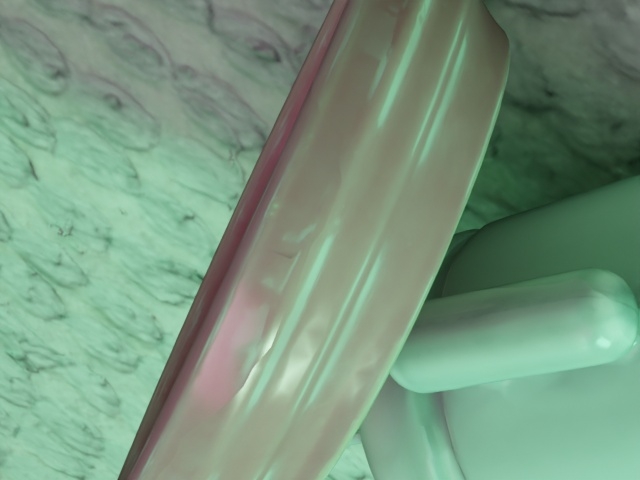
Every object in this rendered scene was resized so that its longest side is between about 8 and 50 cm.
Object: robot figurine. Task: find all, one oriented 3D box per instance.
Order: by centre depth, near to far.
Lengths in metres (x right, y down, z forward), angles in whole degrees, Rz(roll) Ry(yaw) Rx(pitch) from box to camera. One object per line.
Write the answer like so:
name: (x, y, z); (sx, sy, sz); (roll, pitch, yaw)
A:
robot figurine: (0.165, 0.070, 0.843); (0.353, 0.199, 0.300); (-19, 152, 36)

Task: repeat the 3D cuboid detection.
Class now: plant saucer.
plant saucer: (0.000, 0.000, 0.793); (0.084, 0.332, 0.332); (25, 136, -4)
